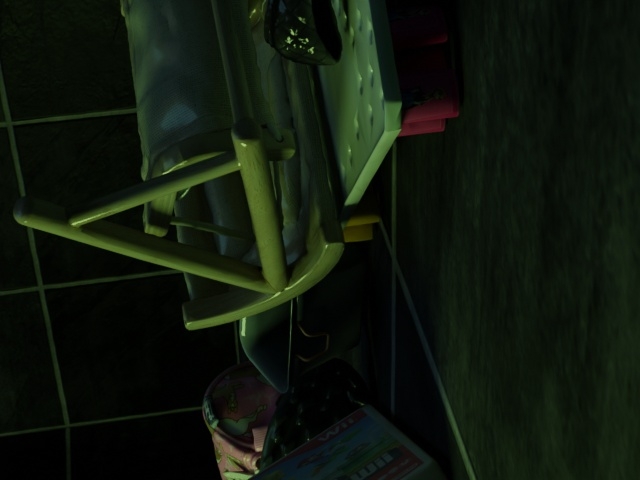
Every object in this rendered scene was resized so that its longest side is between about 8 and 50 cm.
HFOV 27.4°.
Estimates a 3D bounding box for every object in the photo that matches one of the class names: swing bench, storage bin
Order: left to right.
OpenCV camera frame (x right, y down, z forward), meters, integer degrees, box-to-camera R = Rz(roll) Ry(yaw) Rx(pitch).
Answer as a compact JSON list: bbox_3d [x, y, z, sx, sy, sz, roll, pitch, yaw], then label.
[{"bbox_3d":[-0.087,-0.104,0.925,0.255,0.165,0.253,42,-147,-61],"label":"swing bench"},{"bbox_3d":[-0.008,0.057,1.160,0.098,0.091,0.135,43,143,41],"label":"storage bin"}]

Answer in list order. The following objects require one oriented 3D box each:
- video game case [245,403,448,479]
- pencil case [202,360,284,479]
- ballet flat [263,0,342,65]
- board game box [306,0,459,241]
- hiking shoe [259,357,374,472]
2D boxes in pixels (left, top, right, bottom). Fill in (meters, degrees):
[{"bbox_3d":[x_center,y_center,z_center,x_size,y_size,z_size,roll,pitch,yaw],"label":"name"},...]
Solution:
[{"bbox_3d":[-0.019,0.208,1.021,0.025,0.204,0.285,59,174,-4],"label":"video game case"},{"bbox_3d":[-0.053,0.325,1.600,0.160,0.167,0.386,32,138,37],"label":"pencil case"},{"bbox_3d":[-0.001,-0.177,0.764,0.173,0.049,0.057,98,-167,-46],"label":"ballet flat"},{"bbox_3d":[0.013,-0.216,0.936,0.390,0.050,0.389,117,146,-77],"label":"board game box"},{"bbox_3d":[0.002,0.253,1.248,0.132,0.113,0.304,-68,-21,-81],"label":"hiking shoe"}]
